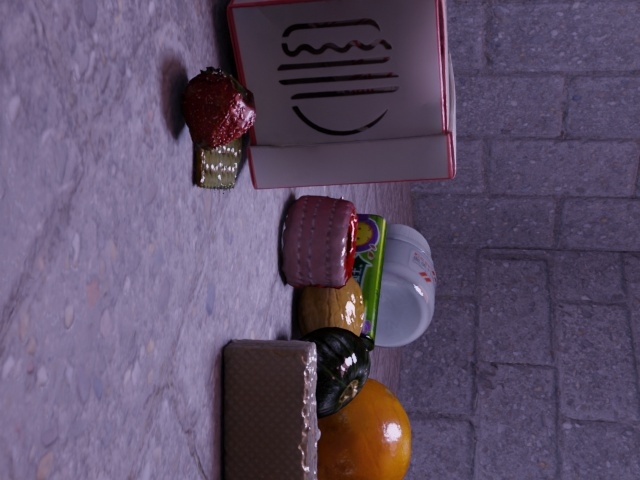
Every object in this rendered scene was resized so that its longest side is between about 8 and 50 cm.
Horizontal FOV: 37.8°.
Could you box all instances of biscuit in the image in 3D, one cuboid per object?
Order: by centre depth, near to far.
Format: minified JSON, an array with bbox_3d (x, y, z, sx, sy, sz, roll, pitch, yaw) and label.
[{"bbox_3d":[-0.139,-0.138,1.310,0.203,0.016,0.144,-7,98,-79],"label":"biscuit"},{"bbox_3d":[-0.073,0.362,1.403,0.078,0.144,0.426,-27,118,-79],"label":"biscuit"}]

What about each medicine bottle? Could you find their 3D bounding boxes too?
[{"bbox_3d":[0.182,0.109,2.451,0.306,0.245,0.245,-72,160,-61],"label":"medicine bottle"}]

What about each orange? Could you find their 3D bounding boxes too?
[{"bbox_3d":[0.073,0.410,1.944,0.261,0.261,0.261,2,90,-79],"label":"orange"}]

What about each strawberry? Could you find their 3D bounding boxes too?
[{"bbox_3d":[-0.130,-0.162,1.164,0.106,0.106,0.106,2,90,-79],"label":"strawberry"}]

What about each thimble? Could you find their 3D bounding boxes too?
[{"bbox_3d":[-0.001,0.006,1.783,0.189,0.125,0.163,-73,164,-55],"label":"thimble"}]

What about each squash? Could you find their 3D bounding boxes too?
[{"bbox_3d":[0.008,0.244,1.749,0.156,0.193,0.193,57,-13,36],"label":"squash"}]

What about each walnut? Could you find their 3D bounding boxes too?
[{"bbox_3d":[0.020,0.147,1.886,0.144,0.144,0.180,-41,138,-76],"label":"walnut"}]

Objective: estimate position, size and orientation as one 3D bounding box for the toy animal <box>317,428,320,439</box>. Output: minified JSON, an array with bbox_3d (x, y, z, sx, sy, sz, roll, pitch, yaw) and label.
[{"bbox_3d":[-0.049,0.410,1.733,0.071,0.085,0.124,-2,88,-62],"label":"toy animal"}]

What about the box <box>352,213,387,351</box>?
[{"bbox_3d":[0.078,0.099,2.197,0.097,0.134,0.345,81,14,-53],"label":"box"}]

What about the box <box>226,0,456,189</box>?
[{"bbox_3d":[0.046,-0.285,1.444,0.312,0.314,0.300,-79,164,-56],"label":"box"}]
